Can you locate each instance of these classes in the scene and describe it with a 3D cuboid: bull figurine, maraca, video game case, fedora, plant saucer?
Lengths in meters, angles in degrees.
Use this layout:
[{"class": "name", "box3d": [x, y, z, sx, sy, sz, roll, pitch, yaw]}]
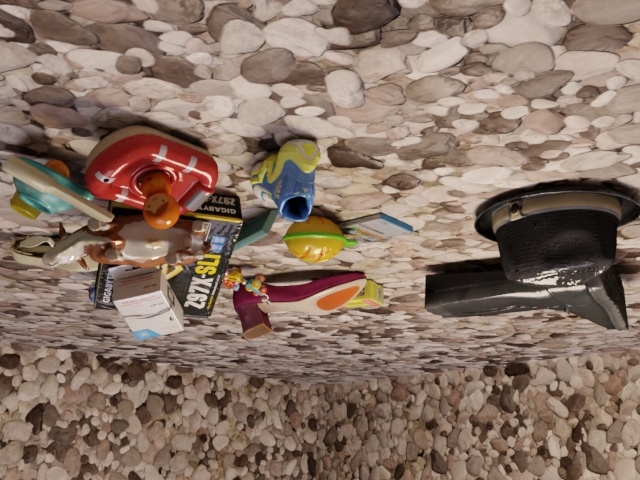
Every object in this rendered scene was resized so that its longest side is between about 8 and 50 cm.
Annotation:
[{"class": "bull figurine", "box3d": [-0.350, 0.003, 1.497, 0.310, 0.101, 0.188, -4, -179, -17]}, {"class": "maraca", "box3d": [0.000, 0.000, 1.746, 0.127, 0.099, 0.185, -2, 171, 36]}, {"class": "video game case", "box3d": [0.103, -0.023, 1.800, 0.166, 0.015, 0.119, -13, 158, 39]}, {"class": "fedora", "box3d": [0.476, 0.009, 1.638, 0.333, 0.153, 0.334, 1, 163, 0]}, {"class": "plant saucer", "box3d": [-0.152, -0.019, 1.764, 0.018, 0.067, 0.192, 36, 150, -21]}]

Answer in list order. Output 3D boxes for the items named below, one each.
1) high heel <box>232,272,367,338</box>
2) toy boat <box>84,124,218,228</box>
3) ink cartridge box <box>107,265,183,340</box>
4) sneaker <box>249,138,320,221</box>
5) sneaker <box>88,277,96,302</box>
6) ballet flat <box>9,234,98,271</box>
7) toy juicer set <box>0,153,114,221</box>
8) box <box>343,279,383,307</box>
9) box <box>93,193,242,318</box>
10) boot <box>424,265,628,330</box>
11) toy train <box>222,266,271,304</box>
[{"class": "high heel", "box3d": [-0.066, 0.122, 2.228, 0.377, 0.181, 0.127, -20, 145, 5]}, {"class": "toy boat", "box3d": [-0.274, -0.085, 1.353, 0.231, 0.151, 0.151, 18, 131, -43]}, {"class": "ink cartridge box", "box3d": [-0.360, 0.124, 1.682, 0.104, 0.060, 0.180, -13, 137, 4]}, {"class": "sneaker", "box3d": [-0.070, -0.083, 1.432, 0.091, 0.126, 0.240, 7, 162, -17]}, {"class": "sneaker", "box3d": [-0.478, 0.160, 2.220, 0.329, 0.147, 0.130, -2, 162, 13]}, {"class": "ballet flat", "box3d": [-0.611, 0.023, 1.921, 0.248, 0.086, 0.086, 1, 163, 4]}, {"class": "toy juicer set", "box3d": [-0.494, -0.118, 1.391, 0.329, 0.090, 0.209, 5, 153, 49]}, {"class": "box", "box3d": [0.058, 0.158, 2.314, 0.232, 0.058, 0.087, -8, 160, 27]}, {"class": "box", "box3d": [-0.321, 0.028, 1.687, 0.257, 0.079, 0.322, 6, 136, -19]}, {"class": "boot", "box3d": [0.533, 0.156, 2.106, 0.445, 0.146, 0.367, -13, 148, 28]}, {"class": "toy train", "box3d": [-0.199, 0.110, 2.166, 0.166, 0.046, 0.125, 20, 157, 21]}]
